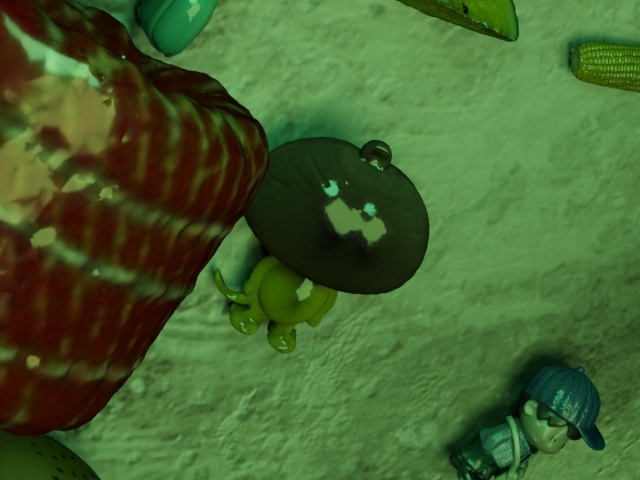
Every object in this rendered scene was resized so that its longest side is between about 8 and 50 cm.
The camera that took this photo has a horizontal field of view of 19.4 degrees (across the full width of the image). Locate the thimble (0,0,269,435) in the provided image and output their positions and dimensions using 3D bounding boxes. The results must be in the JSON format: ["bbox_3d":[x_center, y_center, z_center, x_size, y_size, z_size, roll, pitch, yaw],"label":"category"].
[{"bbox_3d":[-0.215,-0.055,1.089,0.350,0.350,0.231,31,96,-36],"label":"thimble"}]

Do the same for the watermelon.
[{"bbox_3d":[0.061,-0.204,1.285,0.181,0.092,0.075,21,95,-32],"label":"watermelon"}]

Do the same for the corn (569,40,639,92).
[{"bbox_3d":[0.233,-0.133,1.441,0.092,0.037,0.037,6,117,-24],"label":"corn"}]

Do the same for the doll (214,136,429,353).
[{"bbox_3d":[-0.008,-0.004,1.381,0.188,0.096,0.145,-30,116,26],"label":"doll"}]

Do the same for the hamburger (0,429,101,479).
[{"bbox_3d":[-0.218,0.214,1.366,0.137,0.175,0.175,-45,128,-2],"label":"hamburger"}]

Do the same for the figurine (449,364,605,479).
[{"bbox_3d":[0.174,0.158,1.584,0.136,0.079,0.077,-24,153,16],"label":"figurine"}]

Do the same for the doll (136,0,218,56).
[{"bbox_3d":[-0.077,-0.217,1.228,0.158,0.059,0.159,-28,126,-5],"label":"doll"}]
